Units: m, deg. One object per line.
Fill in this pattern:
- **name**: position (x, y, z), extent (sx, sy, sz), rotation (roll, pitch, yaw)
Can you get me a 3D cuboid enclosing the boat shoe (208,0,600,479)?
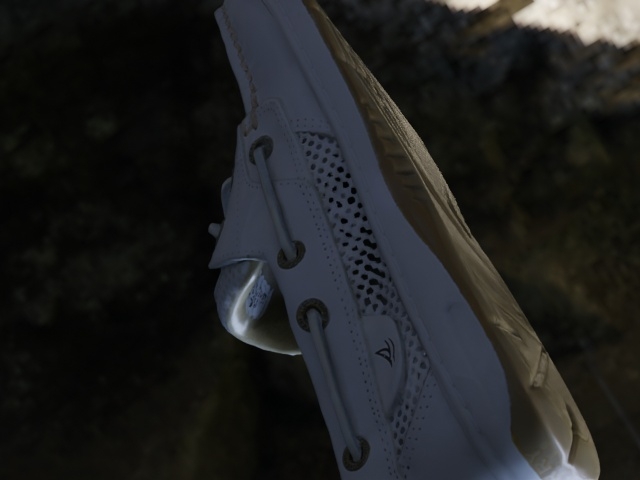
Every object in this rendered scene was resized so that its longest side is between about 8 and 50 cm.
- **boat shoe**: position (0.000, 0.000, 0.701), extent (0.096, 0.098, 0.277), rotation (-35, -135, 10)
